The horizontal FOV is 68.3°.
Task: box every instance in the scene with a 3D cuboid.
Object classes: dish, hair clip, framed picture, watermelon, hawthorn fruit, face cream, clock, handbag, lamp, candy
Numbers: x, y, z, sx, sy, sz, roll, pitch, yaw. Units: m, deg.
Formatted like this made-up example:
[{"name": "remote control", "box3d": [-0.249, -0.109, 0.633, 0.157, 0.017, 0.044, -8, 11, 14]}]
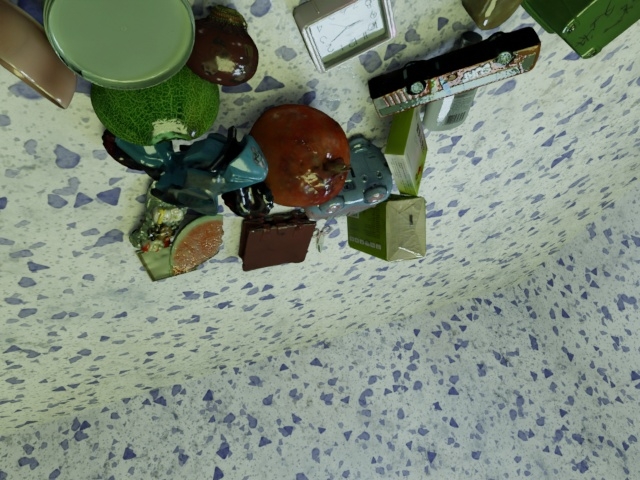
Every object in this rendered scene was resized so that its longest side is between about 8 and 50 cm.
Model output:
[{"name": "dish", "box3d": [-0.499, -0.326, 0.794, 0.090, 0.213, 0.213, -55, 153, -8]}, {"name": "hair clip", "box3d": [-0.456, -0.054, 1.366, 0.138, 0.091, 0.321, -5, 150, -36]}, {"name": "framed picture", "box3d": [-0.527, 0.073, 1.638, 0.173, 0.010, 0.231, -14, 153, -14]}, {"name": "watermelon", "box3d": [-0.405, 0.000, 1.475, 0.231, 0.128, 0.146, -34, -158, -23]}, {"name": "hawthorn fruit", "box3d": [-0.035, -0.201, 1.170, 0.276, 0.307, 0.276, -10, 109, -31]}, {"name": "face cream", "box3d": [0.372, -0.428, 1.298, 0.143, 0.071, 0.291, -15, 149, -11]}, {"name": "clock", "box3d": [0.056, -0.465, 1.012, 0.197, 0.063, 0.150, -24, 154, 6]}, {"name": "handbag", "box3d": [-0.164, 0.002, 1.705, 0.260, 0.084, 0.275, -7, 150, -21]}, {"name": "lamp", "box3d": [-0.192, -0.376, 0.909, 0.156, 0.157, 0.135, 5, 125, -31]}, {"name": "candy", "box3d": [0.405, -0.579, 1.016, 0.102, 0.104, 0.234, -4, 148, -21]}]

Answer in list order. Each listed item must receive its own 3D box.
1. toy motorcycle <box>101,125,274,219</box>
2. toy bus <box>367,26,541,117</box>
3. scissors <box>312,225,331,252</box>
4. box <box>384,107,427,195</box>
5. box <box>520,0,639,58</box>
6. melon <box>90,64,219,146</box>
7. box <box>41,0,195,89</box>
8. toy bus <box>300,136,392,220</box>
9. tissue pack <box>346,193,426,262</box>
[{"name": "toy motorcycle", "box3d": [-0.284, -0.187, 1.060, 0.416, 0.172, 0.232, 25, 144, -6]}, {"name": "toy bus", "box3d": [0.324, -0.418, 1.173, 0.408, 0.093, 0.092, -14, 143, 15]}, {"name": "scissors", "box3d": [0.000, 0.000, 1.877, 0.085, 0.022, 0.176, -16, 150, -14]}, {"name": "box", "box3d": [0.260, -0.266, 1.406, 0.062, 0.175, 0.260, 8, 163, 24]}, {"name": "box", "box3d": [0.670, -0.600, 1.086, 0.252, 0.178, 0.328, 8, 141, -42]}, {"name": "melon", "box3d": [-0.321, -0.291, 0.942, 0.265, 0.169, 0.129, -14, 151, -18]}, {"name": "box", "box3d": [-0.333, -0.384, 0.782, 0.226, 0.149, 0.226, -18, 154, -9]}, {"name": "toy bus", "box3d": [0.062, -0.165, 1.450, 0.294, 0.197, 0.232, -16, 163, -13]}, {"name": "tissue pack", "box3d": [0.219, -0.054, 1.604, 0.167, 0.200, 0.274, -8, -168, -23]}]
